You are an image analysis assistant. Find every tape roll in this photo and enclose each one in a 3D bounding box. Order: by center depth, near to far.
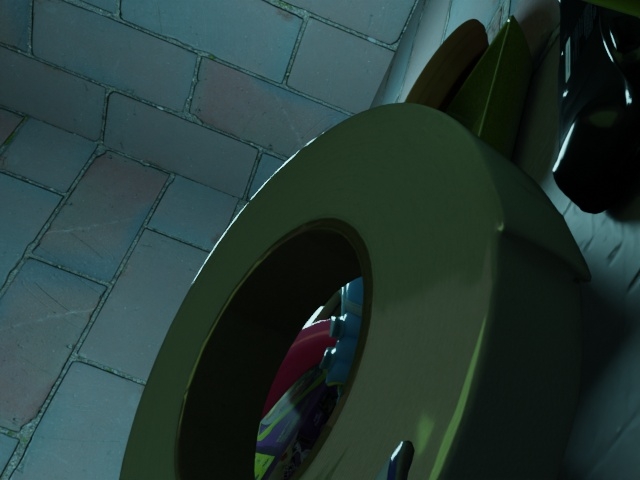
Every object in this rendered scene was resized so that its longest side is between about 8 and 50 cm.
[{"bbox_3d":[-0.009,0.093,0.506,0.392,0.072,0.392,-42,32,33],"label":"tape roll"}]

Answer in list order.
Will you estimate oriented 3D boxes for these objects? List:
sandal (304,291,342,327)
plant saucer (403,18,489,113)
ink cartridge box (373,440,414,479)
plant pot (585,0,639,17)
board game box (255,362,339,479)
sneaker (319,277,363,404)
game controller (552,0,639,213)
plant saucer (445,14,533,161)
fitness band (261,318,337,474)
[{"bbox_3d":[0.005,0.041,0.982,0.303,0.086,0.120,-56,12,-15],"label":"sandal"},{"bbox_3d":[0.156,-0.181,0.978,0.200,0.037,0.200,-51,-14,-18],"label":"plant saucer"},{"bbox_3d":[-0.037,0.267,0.152,0.324,0.071,0.330,-73,9,-58],"label":"ink cartridge box"},{"bbox_3d":[0.159,-0.223,0.312,0.207,0.227,0.228,105,-177,-61],"label":"plant pot"},{"bbox_3d":[-0.046,0.216,0.961,0.208,0.056,0.347,-12,39,57],"label":"board game box"},{"bbox_3d":[0.047,0.036,0.708,0.319,0.127,0.208,-125,53,-67],"label":"sneaker"},{"bbox_3d":[0.209,-0.166,0.535,0.167,0.067,0.319,95,-170,-46],"label":"game controller"},{"bbox_3d":[0.164,-0.107,0.817,0.188,0.045,0.188,118,172,-64],"label":"plant saucer"},{"bbox_3d":[-0.037,0.204,0.818,0.291,0.054,0.209,-47,31,-14],"label":"fitness band"}]
